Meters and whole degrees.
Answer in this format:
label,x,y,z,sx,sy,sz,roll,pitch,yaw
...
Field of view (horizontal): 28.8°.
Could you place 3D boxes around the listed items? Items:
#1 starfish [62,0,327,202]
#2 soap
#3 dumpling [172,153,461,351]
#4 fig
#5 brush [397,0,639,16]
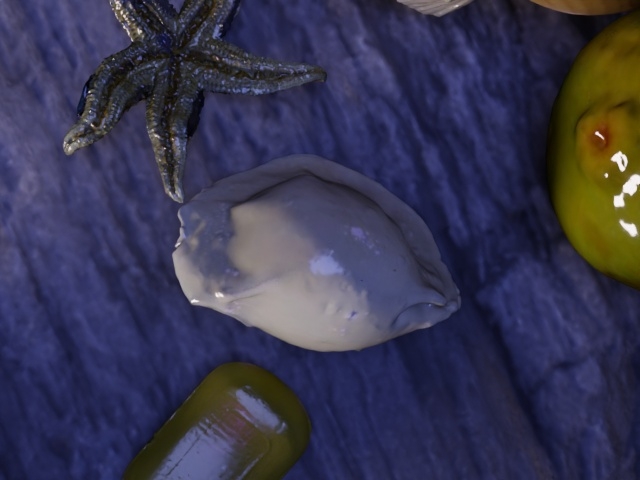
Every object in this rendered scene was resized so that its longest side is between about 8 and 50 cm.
label,x,y,z,sx,sy,sz,roll,pitch,yaw
starfish,-0.081,-0.128,0.857,0.176,0.053,0.208,15,86,-5
soap,-0.072,0.151,0.862,0.089,0.045,0.140,42,86,-3
dumpling,0.001,0.002,0.850,0.181,0.111,0.155,20,46,-42
fig,0.263,-0.048,0.840,0.230,0.207,0.207,30,85,-45
brush,0.138,-0.225,0.840,0.266,0.166,0.174,24,68,-47
